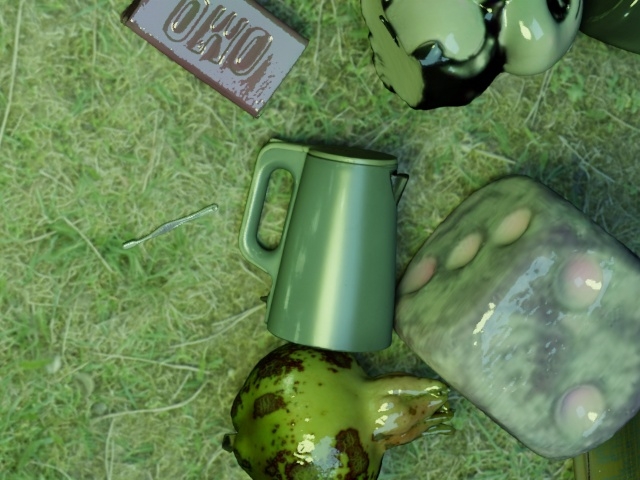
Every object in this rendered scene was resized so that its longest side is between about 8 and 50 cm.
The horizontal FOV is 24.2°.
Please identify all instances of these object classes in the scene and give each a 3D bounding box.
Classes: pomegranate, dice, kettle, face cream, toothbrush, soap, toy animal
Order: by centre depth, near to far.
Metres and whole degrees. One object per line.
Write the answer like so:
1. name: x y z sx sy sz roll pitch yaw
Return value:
1. soap: -0.127 -0.254 1.811 0.203 0.065 0.122 34 94 -22
2. toy animal: 0.193 -0.281 1.817 0.266 0.212 0.213 -27 110 -3
3. pomegranate: 0.018 0.227 1.877 0.204 0.276 0.222 -2 78 -51
4. kettle: 0.000 0.000 1.887 0.210 0.160 0.243 9 99 18
5. toothbrush: -0.189 -0.017 1.887 0.131 0.013 0.011 -23 120 -10
6. dice: 0.274 0.096 1.910 0.270 0.270 0.271 39 92 -21
7. face cream: 0.416 0.286 2.109 0.139 0.067 0.285 -15 108 -21

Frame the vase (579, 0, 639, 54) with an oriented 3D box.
1. vase: 0.493 -0.287 1.933 0.321 0.173 0.173 22 98 -26
